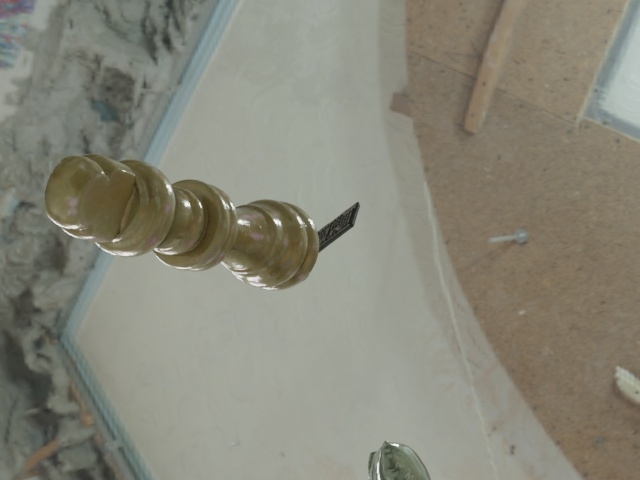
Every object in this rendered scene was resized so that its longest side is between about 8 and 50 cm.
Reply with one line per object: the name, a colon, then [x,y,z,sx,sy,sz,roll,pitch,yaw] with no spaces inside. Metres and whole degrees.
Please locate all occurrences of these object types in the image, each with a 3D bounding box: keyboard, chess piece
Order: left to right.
chess piece: [-0.141,-0.019,0.935,0.117,0.397,0.117,-5,-100,27]
keyboard: [0.000,0.000,1.210,0.010,0.053,0.155,38,-50,-17]

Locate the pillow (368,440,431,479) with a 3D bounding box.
pillow: [0.121,0.366,1.273,0.254,0.078,0.144,93,-25,-73]
